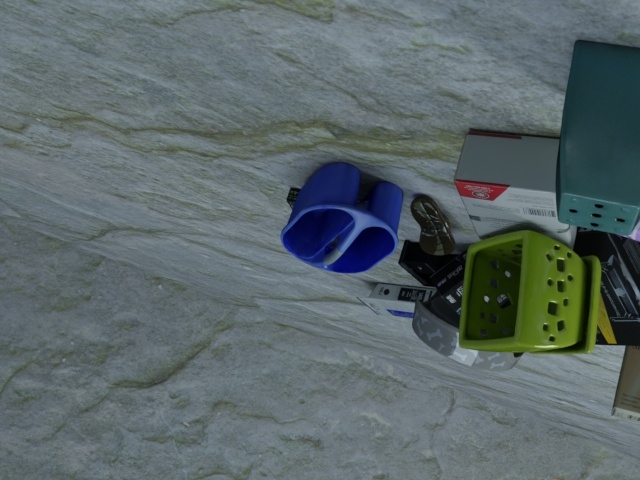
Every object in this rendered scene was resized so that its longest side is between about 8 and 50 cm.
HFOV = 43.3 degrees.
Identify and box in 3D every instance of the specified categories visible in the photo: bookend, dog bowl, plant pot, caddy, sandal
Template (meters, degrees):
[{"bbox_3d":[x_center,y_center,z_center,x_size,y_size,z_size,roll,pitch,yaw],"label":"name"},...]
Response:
[{"bbox_3d":[0.318,0.067,2.157,0.157,0.072,0.156,3,156,38],"label":"bookend"},{"bbox_3d":[0.415,0.247,2.256,0.348,0.102,0.349,18,-163,-6],"label":"dog bowl"},{"bbox_3d":[0.430,-0.138,1.183,0.165,0.234,0.165,12,161,17],"label":"plant pot"},{"bbox_3d":[0.048,-0.029,1.906,0.241,0.179,0.341,22,152,-14],"label":"caddy"},{"bbox_3d":[0.271,-0.040,1.929,0.090,0.060,0.219,0,141,30],"label":"sandal"},{"bbox_3d":[0.427,0.120,1.618,0.207,0.228,0.227,13,168,-19],"label":"plant pot"}]

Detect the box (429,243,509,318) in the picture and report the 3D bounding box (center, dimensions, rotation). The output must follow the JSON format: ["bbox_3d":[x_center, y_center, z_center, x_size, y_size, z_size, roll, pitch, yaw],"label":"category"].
[{"bbox_3d":[0.392,0.118,2.074,0.180,0.147,0.077,44,-167,-42],"label":"box"}]

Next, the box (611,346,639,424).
[{"bbox_3d":[0.799,0.281,1.922,0.148,0.311,0.121,11,161,20],"label":"box"}]

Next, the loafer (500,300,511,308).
[{"bbox_3d":[0.549,0.154,2.167,0.084,0.096,0.267,-21,164,-8],"label":"loafer"}]

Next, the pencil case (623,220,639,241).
[{"bbox_3d":[0.641,-0.033,1.522,0.206,0.086,0.088,13,167,16],"label":"pencil case"}]

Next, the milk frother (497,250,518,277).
[{"bbox_3d":[0.508,0.092,1.929,0.134,0.143,0.129,-1,161,41],"label":"milk frother"}]

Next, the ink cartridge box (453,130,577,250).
[{"bbox_3d":[0.389,-0.089,1.561,0.197,0.114,0.273,9,160,25],"label":"ink cartridge box"}]

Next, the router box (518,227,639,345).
[{"bbox_3d":[0.590,0.088,1.732,0.243,0.081,0.309,-7,122,53],"label":"router box"}]

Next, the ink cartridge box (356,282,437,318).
[{"bbox_3d":[0.295,0.202,2.594,0.332,0.065,0.165,4,157,35],"label":"ink cartridge box"}]

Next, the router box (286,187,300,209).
[{"bbox_3d":[-0.027,-0.088,2.098,0.092,0.038,0.122,12,161,20],"label":"router box"}]
